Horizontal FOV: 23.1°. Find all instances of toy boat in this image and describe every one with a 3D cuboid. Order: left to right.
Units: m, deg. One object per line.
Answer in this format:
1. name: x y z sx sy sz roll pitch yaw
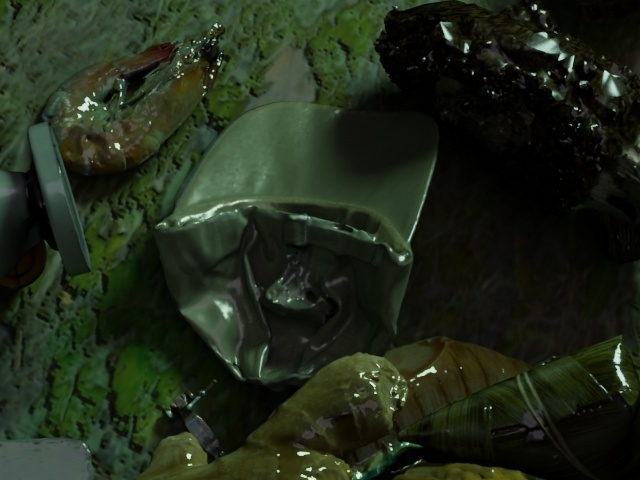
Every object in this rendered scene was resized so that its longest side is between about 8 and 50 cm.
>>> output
1. toy boat: 0.074 0.134 1.243 0.293 0.108 0.099 -17 111 -23

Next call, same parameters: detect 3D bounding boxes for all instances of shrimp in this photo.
1. shrimp: -0.149 -0.125 1.303 0.190 0.042 0.101 -41 77 -20

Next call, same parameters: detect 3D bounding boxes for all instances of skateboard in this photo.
1. skateboard: -0.088 0.139 1.206 0.032 0.083 0.064 -39 85 -22

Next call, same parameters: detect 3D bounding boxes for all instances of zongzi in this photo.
1. zongzi: 0.167 0.167 1.221 0.184 0.187 0.084 -19 50 5

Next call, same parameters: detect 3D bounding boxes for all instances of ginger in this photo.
1. ginger: -0.079 0.192 1.111 0.333 0.081 0.148 -19 73 -8

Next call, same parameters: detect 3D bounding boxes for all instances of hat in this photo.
1. hat: 0.000 0.000 1.273 0.214 0.149 0.245 9 33 22

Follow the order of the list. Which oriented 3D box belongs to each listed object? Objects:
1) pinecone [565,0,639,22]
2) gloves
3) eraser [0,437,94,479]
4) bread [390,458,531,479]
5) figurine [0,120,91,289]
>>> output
1. pinecone: 0.287 -0.299 1.392 0.185 0.212 0.169 -15 112 21
2. gloves: 0.190 -0.107 1.298 0.312 0.210 0.135 37 100 -7
3. eraser: -0.214 0.322 1.121 0.111 0.077 0.352 1 72 -13
4. bread: 0.089 0.274 1.148 0.240 0.139 0.240 -13 111 -37
5. figurine: -0.298 0.002 1.165 0.236 0.176 0.133 -15 64 -7
